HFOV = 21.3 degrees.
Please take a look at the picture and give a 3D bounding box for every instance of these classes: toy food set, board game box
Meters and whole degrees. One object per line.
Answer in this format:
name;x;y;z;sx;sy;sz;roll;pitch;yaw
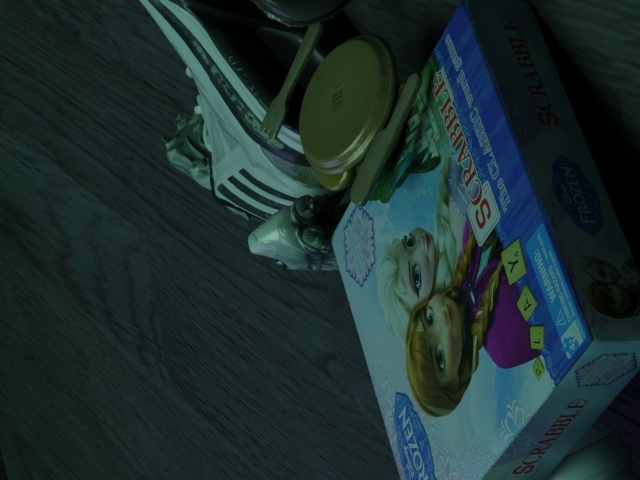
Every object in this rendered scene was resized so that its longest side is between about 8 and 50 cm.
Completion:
toy food set;0.027;-0.107;1.423;0.192;0.039;0.132;41;108;54
board game box;0.121;0.033;1.342;0.318;0.066;0.318;118;145;-48

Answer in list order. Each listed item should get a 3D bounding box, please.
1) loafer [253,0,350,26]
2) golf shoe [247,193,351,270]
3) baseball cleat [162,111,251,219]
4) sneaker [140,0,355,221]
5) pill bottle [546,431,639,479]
loafer;-0.052;-0.322;1.535;0.130;0.134;0.366;65;180;-58
golf shoe;0.000;0.000;1.605;0.086;0.176;0.069;-20;68;28
baseball cleat;-0.112;-0.076;1.885;0.109;0.072;0.206;47;-176;-24
sneaker;-0.118;-0.188;1.688;0.447;0.169;0.257;55;150;23
pill bottle;0.255;0.287;1.332;0.264;0.146;0.146;64;155;11
